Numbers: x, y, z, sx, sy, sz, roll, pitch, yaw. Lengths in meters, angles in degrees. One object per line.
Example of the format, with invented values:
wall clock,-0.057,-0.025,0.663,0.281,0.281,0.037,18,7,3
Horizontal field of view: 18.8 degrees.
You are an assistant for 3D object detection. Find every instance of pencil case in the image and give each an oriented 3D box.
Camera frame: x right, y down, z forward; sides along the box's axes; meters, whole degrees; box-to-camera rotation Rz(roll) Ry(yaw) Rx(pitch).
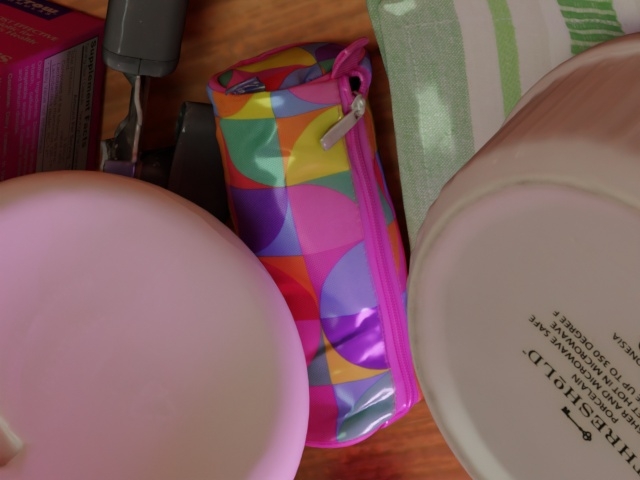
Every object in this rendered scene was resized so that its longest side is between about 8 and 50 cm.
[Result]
pencil case,0.000,0.000,1.114,0.104,0.104,0.236,1,112,30

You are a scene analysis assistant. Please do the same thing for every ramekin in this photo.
ramekin,0.163,0.042,0.933,0.273,0.127,0.273,21,126,33

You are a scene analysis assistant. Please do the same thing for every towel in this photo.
towel,0.173,-0.026,1.004,0.325,0.038,0.248,7,116,38

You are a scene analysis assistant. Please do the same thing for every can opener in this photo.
can opener,-0.080,-0.126,1.140,0.095,0.076,0.283,8,118,-8

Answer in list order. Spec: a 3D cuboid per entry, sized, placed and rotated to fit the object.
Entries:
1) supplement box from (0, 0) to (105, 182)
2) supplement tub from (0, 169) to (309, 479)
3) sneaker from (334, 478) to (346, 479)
supplement box,-0.234,-0.070,1.148,0.111,0.220,0.114,20,117,21
supplement tub,-0.165,0.128,1.129,0.241,0.241,0.331,48,149,5
sneaker,-0.070,0.284,1.250,0.150,0.135,0.366,29,120,14
